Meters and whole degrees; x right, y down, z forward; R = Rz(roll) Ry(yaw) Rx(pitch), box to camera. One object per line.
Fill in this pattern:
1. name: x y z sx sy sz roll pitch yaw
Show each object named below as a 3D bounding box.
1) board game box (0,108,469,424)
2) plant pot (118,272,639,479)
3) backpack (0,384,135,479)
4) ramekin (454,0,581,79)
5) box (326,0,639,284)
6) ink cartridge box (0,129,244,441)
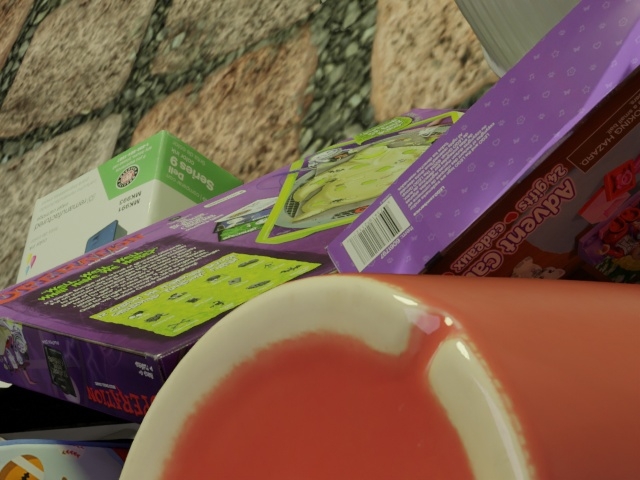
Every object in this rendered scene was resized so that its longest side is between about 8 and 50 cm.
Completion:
1. board game box: 0.000 0.000 0.835 0.347 0.056 0.208 -26 23 -33
2. plant pot: 0.077 0.127 0.518 0.275 0.243 0.275 -18 64 43
3. backpack: -0.175 0.203 0.865 0.276 0.263 0.213 -31 57 31
4. ramekin: 0.165 -0.191 0.906 0.207 0.109 0.207 -29 37 25
5. box: 0.173 -0.040 0.705 0.293 0.201 0.057 -44 45 15
6. ink cartridge box: -0.150 0.047 1.114 0.154 0.093 0.212 -24 47 36
